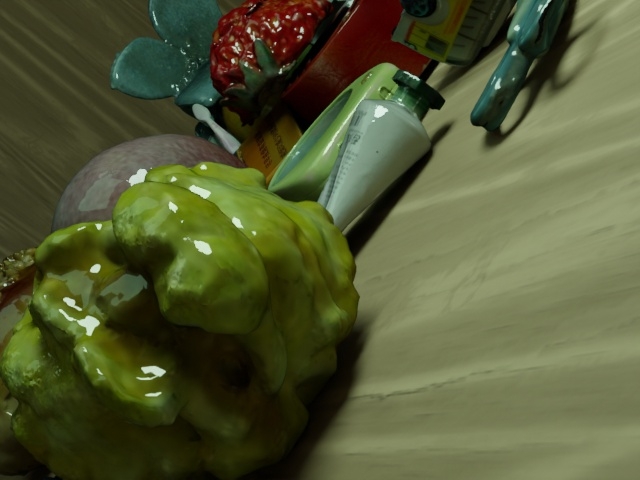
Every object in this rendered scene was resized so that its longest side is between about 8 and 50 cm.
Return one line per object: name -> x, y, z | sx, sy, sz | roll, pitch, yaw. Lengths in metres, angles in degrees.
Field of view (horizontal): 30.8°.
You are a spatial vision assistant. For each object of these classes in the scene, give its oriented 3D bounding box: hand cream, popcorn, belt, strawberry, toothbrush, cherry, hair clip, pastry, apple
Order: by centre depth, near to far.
popcorn -> -0.101, 0.075, 0.811 | 0.242, 0.235, 0.250 | 8, -62, -53
hand cream -> 0.000, 0.000, 1.047 | 0.336, 0.076, 0.121 | -57, 6, 1
cherry -> -0.153, 0.005, 1.156 | 0.206, 0.239, 0.239 | -30, 15, 10
belt -> 0.065, -0.245, 1.419 | 0.227, 0.115, 0.324 | -44, 12, 36
strawberry -> -0.072, -0.258, 1.475 | 0.190, 0.111, 0.236 | -52, 6, 33
toothbrush -> -0.111, -0.119, 1.589 | 0.021, 0.027, 0.269 | -48, 48, 6
apple -> -0.060, -0.199, 1.631 | 0.146, 0.147, 0.163 | -73, -6, -55
pastry -> -0.431, 0.164, 1.730 | 0.409, 0.245, 0.409 | -49, 13, 15
hair clip -> -0.128, -0.266, 1.868 | 0.238, 0.392, 0.318 | -7, 35, 35

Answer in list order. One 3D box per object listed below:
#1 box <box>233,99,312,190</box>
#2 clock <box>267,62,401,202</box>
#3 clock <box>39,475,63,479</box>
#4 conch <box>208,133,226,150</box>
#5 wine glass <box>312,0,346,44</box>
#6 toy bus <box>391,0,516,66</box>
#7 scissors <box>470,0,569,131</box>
box -> -0.089, -0.051, 1.446 | 0.237, 0.070, 0.152 | -50, 26, 13
clock -> 0.012, -0.087, 1.240 | 0.170, 0.069, 0.232 | -56, 11, -21
clock -> -0.355, 0.371, 1.256 | 0.279, 0.049, 0.273 | -49, 10, 7
conch -> -0.167, -0.069, 1.701 | 0.221, 0.121, 0.185 | -68, -14, -76
wine glass -> 0.099, -0.387, 1.699 | 0.143, 0.143, 0.321 | -34, 20, 56
toy bus -> 0.150, -0.273, 1.072 | 0.092, 0.106, 0.268 | -59, -3, -34
scissors -> 0.182, -0.192, 0.961 | 0.138, 0.041, 0.289 | -65, -4, 36
